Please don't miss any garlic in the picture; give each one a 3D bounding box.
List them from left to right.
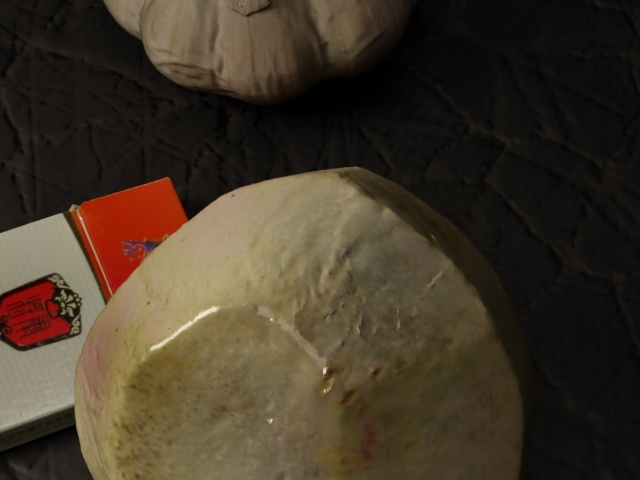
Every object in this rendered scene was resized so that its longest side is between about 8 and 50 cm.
[{"bbox_3d":[-0.039,-0.196,1.222,0.228,0.152,0.228,-1,52,1],"label":"garlic"}]

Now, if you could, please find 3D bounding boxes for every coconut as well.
[{"bbox_3d":[-0.003,0.087,1.017,0.259,0.259,0.259,0,59,-1],"label":"coconut"}]

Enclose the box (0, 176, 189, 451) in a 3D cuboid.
[{"bbox_3d":[-0.184,0.057,1.134,0.245,0.035,0.139,-19,61,-11],"label":"box"}]
